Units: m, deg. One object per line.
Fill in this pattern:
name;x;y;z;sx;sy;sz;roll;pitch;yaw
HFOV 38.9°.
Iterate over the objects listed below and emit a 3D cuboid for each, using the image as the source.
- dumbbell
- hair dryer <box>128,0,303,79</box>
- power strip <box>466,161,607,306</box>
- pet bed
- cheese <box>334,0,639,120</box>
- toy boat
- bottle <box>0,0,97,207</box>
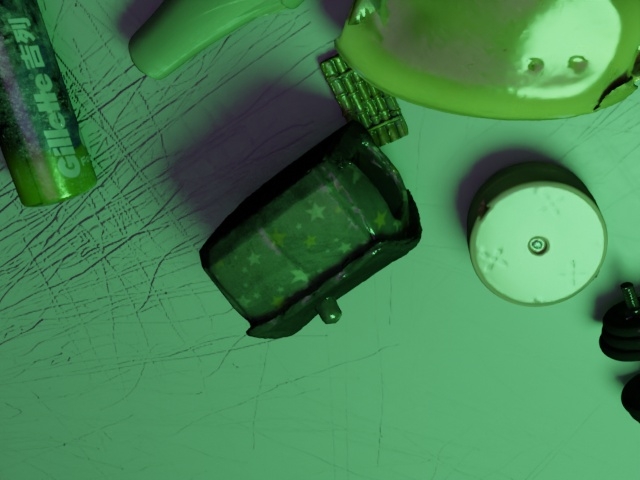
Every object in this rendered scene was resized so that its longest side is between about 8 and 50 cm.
dumbbell;0.380;0.140;1.038;0.099;0.099;0.209;-19;108;15
hair dryer;-0.137;-0.314;0.947;0.298;0.119;0.296;39;117;9
power strip;0.241;-0.006;1.010;0.154;0.078;0.154;2;111;5
pet bed;0.000;0.000;0.986;0.211;0.183;0.159;-34;101;24
cheese;0.191;-0.241;0.901;0.315;0.128;0.260;20;117;7
toy boat;0.049;-0.158;1.010;0.063;0.016;0.115;-22;108;17
bottle;-0.343;-0.204;1.007;0.093;0.093;0.330;-10;110;12
